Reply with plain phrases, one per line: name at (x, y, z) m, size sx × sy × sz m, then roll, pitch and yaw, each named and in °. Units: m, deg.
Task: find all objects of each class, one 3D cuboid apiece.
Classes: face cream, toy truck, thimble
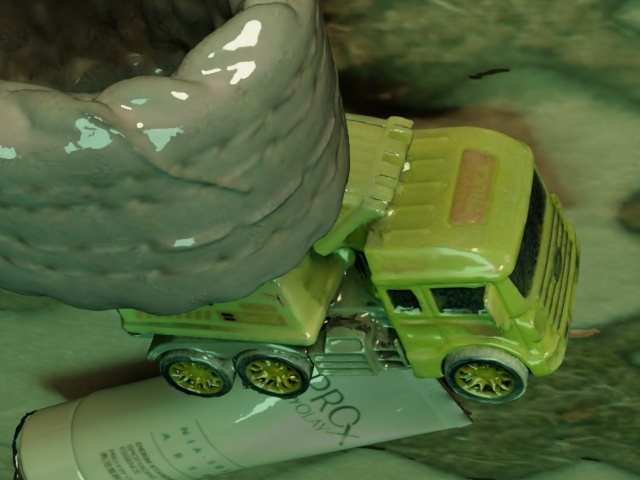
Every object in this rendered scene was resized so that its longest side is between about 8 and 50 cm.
face cream at (-0.049, 0.092, 0.868) m, size 0.243 × 0.058 × 0.092 m, roll -16°, pitch 135°, yaw 28°
toy truck at (0.000, 0.000, 0.674) m, size 0.191 × 0.085 × 0.116 m, roll -1°, pitch 142°, yaw 24°
thimble at (-0.070, -0.052, 0.569) m, size 0.151 × 0.127 × 0.118 m, roll -3°, pitch 145°, yaw 7°
